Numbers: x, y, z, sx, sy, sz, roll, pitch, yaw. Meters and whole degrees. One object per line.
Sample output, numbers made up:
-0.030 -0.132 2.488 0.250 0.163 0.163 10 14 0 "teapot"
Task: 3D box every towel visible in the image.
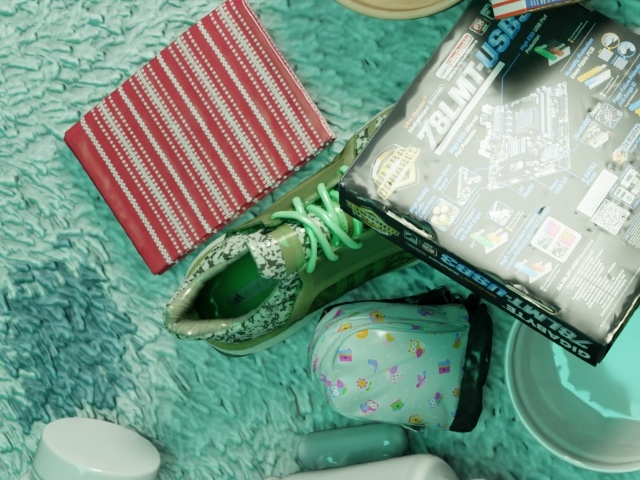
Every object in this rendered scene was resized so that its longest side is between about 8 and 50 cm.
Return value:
-0.135 -0.111 1.814 0.275 0.031 0.199 -36 83 21 "towel"

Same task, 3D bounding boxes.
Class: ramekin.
0.292 0.117 1.644 0.207 0.109 0.207 3 100 20 "ramekin"

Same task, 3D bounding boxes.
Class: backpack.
0.078 0.122 1.698 0.182 0.115 0.152 6 98 -9 "backpack"

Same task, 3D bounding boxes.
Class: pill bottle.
-0.284 0.353 1.878 0.161 0.161 0.283 23 106 16 "pill bottle"

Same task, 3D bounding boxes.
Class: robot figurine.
0.032 0.334 1.731 0.353 0.200 0.300 -11 58 23 "robot figurine"

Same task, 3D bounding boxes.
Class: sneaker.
0.000 0.000 1.697 0.410 0.182 0.158 -39 84 21 "sneaker"

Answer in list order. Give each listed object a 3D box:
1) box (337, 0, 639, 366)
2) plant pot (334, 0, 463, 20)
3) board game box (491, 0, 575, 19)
0.216 -0.079 1.580 0.293 0.073 0.295 31 72 15 "box"
0.089 -0.338 1.645 0.237 0.110 0.237 4 101 21 "plant pot"
0.228 -0.293 1.557 0.045 0.193 0.146 -8 96 53 "board game box"
